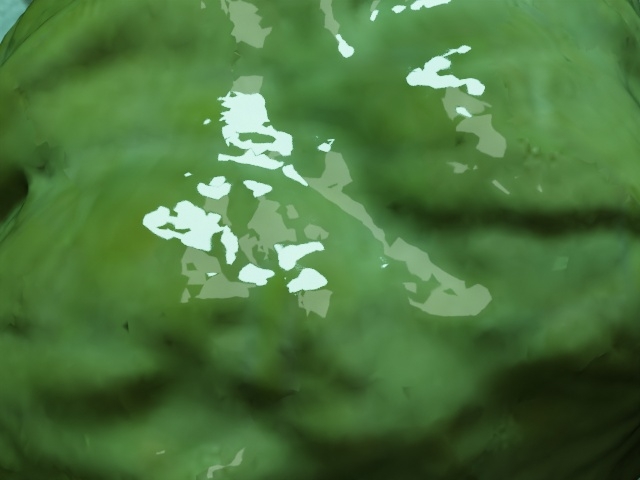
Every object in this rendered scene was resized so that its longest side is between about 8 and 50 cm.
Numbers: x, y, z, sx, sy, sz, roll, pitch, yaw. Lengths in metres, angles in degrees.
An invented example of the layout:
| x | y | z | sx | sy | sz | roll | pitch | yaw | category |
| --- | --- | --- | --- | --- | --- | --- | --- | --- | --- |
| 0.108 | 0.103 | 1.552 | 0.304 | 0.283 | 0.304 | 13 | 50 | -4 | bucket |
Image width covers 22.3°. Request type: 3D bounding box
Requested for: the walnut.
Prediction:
| x | y | z | sx | sy | sz | roll | pitch | yaw | category |
| --- | --- | --- | --- | --- | --- | --- | --- | --- | --- |
| 0.000 | 0.002 | 0.603 | 0.277 | 0.253 | 0.282 | -14 | 69 | 2 | walnut |
